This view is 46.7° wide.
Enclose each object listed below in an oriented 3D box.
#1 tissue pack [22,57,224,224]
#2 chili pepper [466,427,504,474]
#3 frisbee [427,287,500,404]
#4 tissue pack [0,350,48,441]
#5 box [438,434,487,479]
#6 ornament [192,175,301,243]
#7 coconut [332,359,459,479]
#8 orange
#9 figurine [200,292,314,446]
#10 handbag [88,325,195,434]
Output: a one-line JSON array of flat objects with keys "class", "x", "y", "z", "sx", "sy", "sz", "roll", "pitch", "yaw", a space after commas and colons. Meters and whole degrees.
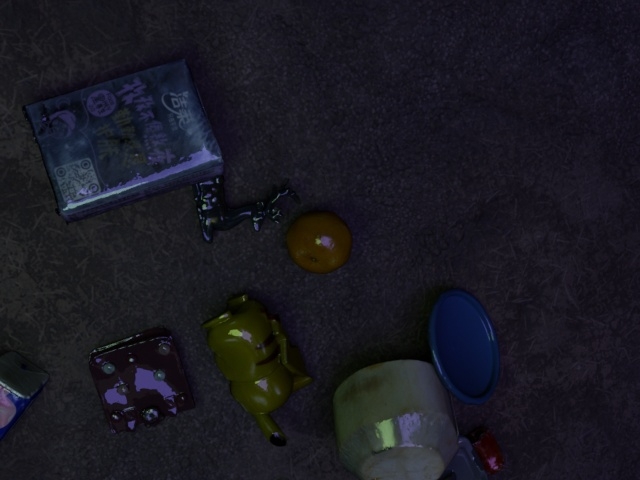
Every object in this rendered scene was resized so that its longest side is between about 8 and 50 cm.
[{"class": "tissue pack", "x": -0.407, "y": -0.211, "z": 1.566, "sx": 0.361, "sy": 0.122, "sz": 0.259, "roll": -20, "pitch": 85, "yaw": -10}, {"class": "chili pepper", "x": 0.433, "y": 0.555, "z": 1.943, "sx": 0.070, "sy": 0.073, "sz": 0.123, "roll": -21, "pitch": 105, "yaw": 35}, {"class": "frisbee", "x": 0.344, "y": 0.260, "z": 1.816, "sx": 0.289, "sy": 0.049, "sz": 0.289, "roll": 21, "pitch": 60, "yaw": -41}, {"class": "tissue pack", "x": -0.728, "y": 0.380, "z": 1.578, "sx": 0.137, "sy": 0.209, "sz": 0.269, "roll": 38, "pitch": 90, "yaw": -7}, {"class": "box", "x": 0.294, "y": 0.595, "z": 1.885, "sx": 0.227, "sy": 0.130, "sz": 0.162, "roll": -30, "pitch": 104, "yaw": -8}, {"class": "ornament", "x": -0.170, "y": -0.112, "z": 1.688, "sx": 0.236, "sy": 0.080, "sz": 0.202, "roll": -12, "pitch": 97, "yaw": -9}, {"class": "coconut", "x": 0.179, "y": 0.428, "z": 1.759, "sx": 0.323, "sy": 0.323, "sz": 0.323, "roll": -2, "pitch": 100, "yaw": -13}, {"class": "orange", "x": 0.000, "y": 0.000, "z": 1.714, "sx": 0.159, "sy": 0.159, "sz": 0.136, "roll": 35, "pitch": 47, "yaw": -16}, {"class": "figurine", "x": -0.140, "y": 0.281, "z": 1.720, "sx": 0.169, "sy": 0.218, "sz": 0.326, "roll": -5, "pitch": 113, "yaw": 29}, {"class": "handbag", "x": -0.412, "y": 0.327, "z": 1.706, "sx": 0.203, "sy": 0.074, "sz": 0.216, "roll": -17, "pitch": 103, "yaw": -9}]
